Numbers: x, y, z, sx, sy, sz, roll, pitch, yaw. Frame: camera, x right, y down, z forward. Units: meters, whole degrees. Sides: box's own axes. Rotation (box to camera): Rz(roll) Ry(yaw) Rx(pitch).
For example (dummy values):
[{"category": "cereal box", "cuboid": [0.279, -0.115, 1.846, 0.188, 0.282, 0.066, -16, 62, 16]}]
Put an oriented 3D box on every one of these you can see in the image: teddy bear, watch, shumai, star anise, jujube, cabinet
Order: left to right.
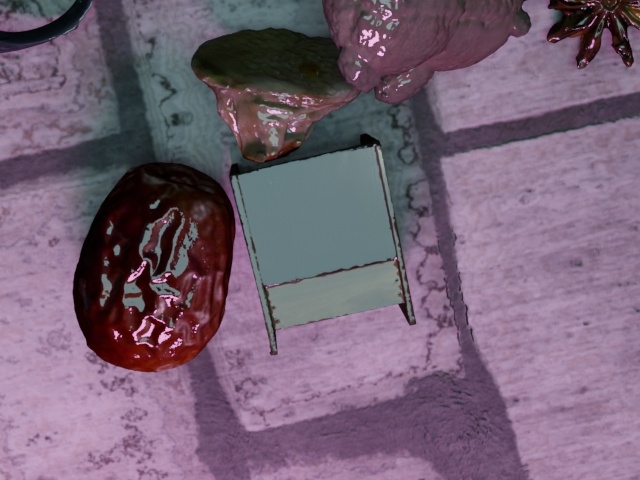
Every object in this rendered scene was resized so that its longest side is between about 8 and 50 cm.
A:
[{"category": "watch", "cuboid": [-0.345, -0.309, 1.072, 0.193, 0.068, 0.206, -37, 129, -8]}, {"category": "jujube", "cuboid": [-0.192, 0.037, 1.149, 0.183, 0.183, 0.243, 16, 112, -9]}, {"category": "shumai", "cuboid": [-0.047, -0.159, 1.117, 0.201, 0.201, 0.120, 3, 122, -6]}, {"category": "cabinet", "cuboid": [0.000, 0.000, 1.175, 0.175, 0.148, 0.215, -13, 101, -1]}, {"category": "teddy bear", "cuboid": [0.108, -0.256, 1.061, 0.267, 0.151, 0.236, -13, 123, -40]}, {"category": "star anise", "cuboid": [0.310, -0.302, 1.164, 0.234, 0.073, 0.177, 23, 116, -13]}]
